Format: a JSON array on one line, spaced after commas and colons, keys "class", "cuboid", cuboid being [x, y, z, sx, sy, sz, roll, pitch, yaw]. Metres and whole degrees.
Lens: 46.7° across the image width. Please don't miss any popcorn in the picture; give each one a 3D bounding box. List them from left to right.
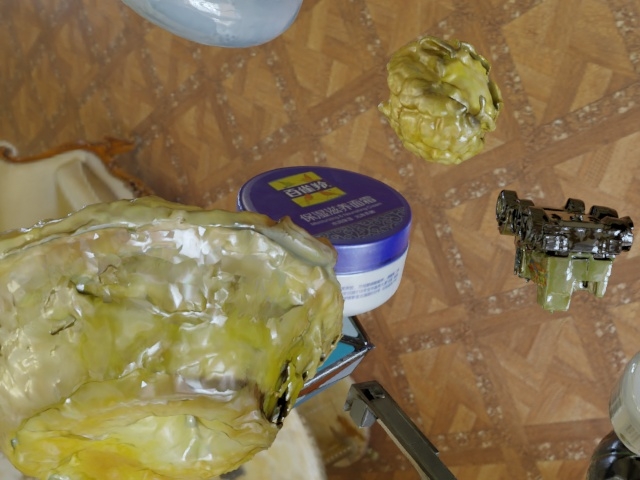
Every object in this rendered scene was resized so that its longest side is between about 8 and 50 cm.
[{"class": "popcorn", "cuboid": [0.222, -0.261, 1.358, 0.250, 0.250, 0.190, 57, 132, 19]}]

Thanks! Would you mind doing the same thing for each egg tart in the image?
[{"class": "egg tart", "cuboid": [-0.134, 0.099, 0.555, 0.341, 0.341, 0.129, -54, 35, 43]}]

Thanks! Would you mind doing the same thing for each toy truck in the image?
[{"class": "toy truck", "cuboid": [0.306, 0.005, 0.976, 0.127, 0.257, 0.127, 4, 103, 2]}]

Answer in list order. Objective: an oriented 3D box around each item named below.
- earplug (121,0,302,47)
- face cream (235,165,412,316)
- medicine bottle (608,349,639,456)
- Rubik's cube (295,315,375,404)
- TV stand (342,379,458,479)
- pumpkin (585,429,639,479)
[{"class": "earplug", "cuboid": [-0.077, -0.315, 0.627, 0.175, 0.214, 0.326, -8, 59, 64]}, {"class": "face cream", "cuboid": [0.000, 0.000, 0.877, 0.206, 0.206, 0.111, 34, 127, 38]}, {"class": "medicine bottle", "cuboid": [0.438, 0.211, 0.937, 0.135, 0.135, 0.215, 51, 175, 25]}, {"class": "Rubik's cube", "cuboid": [-0.077, 0.189, 1.447, 0.246, 0.250, 0.248, 58, 164, 14]}, {"class": "TV stand", "cuboid": [0.111, 0.262, 0.860, 0.256, 0.040, 0.049, 46, 128, 47]}, {"class": "pumpkin", "cuboid": [0.600, 0.460, 1.310, 0.296, 0.295, 0.296, 19, 115, 45]}]
